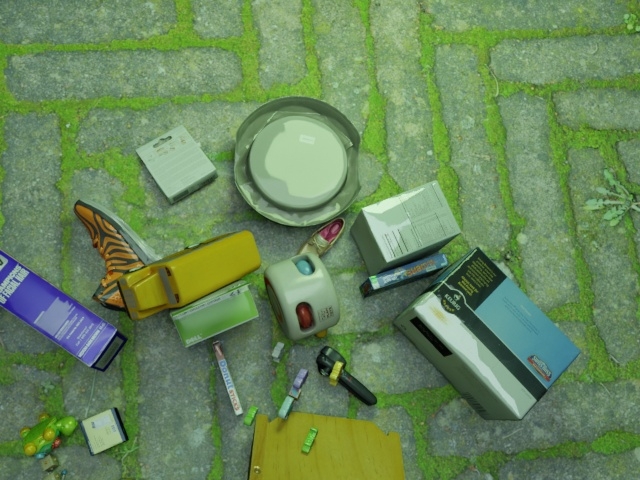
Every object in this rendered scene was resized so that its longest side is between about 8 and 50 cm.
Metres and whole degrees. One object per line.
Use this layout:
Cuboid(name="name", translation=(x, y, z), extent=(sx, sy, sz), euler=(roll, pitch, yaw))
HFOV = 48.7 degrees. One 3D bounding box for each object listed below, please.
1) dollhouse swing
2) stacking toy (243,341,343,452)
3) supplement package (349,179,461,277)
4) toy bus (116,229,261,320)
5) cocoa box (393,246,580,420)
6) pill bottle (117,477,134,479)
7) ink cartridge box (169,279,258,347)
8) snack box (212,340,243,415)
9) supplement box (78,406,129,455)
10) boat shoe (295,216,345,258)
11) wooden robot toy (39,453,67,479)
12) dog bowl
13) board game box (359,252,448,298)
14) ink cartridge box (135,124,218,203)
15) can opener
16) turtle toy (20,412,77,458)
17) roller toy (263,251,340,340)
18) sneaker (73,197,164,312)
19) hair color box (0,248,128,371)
Cuboid(name="dollhouse swing", translation=(-0.005, 0.628, 1.639), extent=(0.347, 0.305, 0.315), euler=(8, 34, -5))
Cuboid(name="stacking toy", translation=(-0.062, 0.356, 1.638), extent=(0.167, 0.052, 0.221), euler=(19, 61, 13))
Cuboid(name="supplement package", translation=(0.205, -0.024, 1.761), extent=(0.203, 0.194, 0.149), euler=(-21, 79, -12))
Cuboid(name="toy bus", translation=(-0.298, 0.076, 1.632), extent=(0.333, 0.130, 0.108), euler=(-26, 104, -49))
Cuboid(name="cocoa box", translation=(0.390, 0.229, 1.700), extent=(0.228, 0.231, 0.347), euler=(-42, 84, -15))
Cuboid(name="pill bottle", translation=(-0.441, 0.564, 1.569), extent=(0.065, 0.116, 0.065), euler=(2, 76, -6))
Cuboid(name="ink cartridge box", translation=(-0.242, 0.169, 1.615), extent=(0.189, 0.255, 0.097), euler=(-22, 94, -12))
Cuboid(name="snack box", translation=(-0.221, 0.329, 1.684), extent=(0.022, 0.064, 0.178), euler=(-19, 79, -10))
Cuboid(name="supplement box", translation=(-0.497, 0.439, 1.624), extent=(0.083, 0.056, 0.083), euler=(-22, 80, -12))
Cuboid(name="boat shoe", translation=(0.000, 0.000, 1.798), extent=(0.063, 0.059, 0.170), euler=(41, 75, 4))
Cuboid(name="wooden robot toy", translation=(-0.596, 0.572, 1.575), extent=(0.079, 0.076, 0.173), euler=(-31, 81, -3))
Cuboid(name="dog bowl", translation=(-0.059, -0.192, 1.818), extent=(0.349, 0.102, 0.348), euler=(2, 76, -8))
Cuboid(name="board game box", translation=(0.205, 0.089, 1.762), extent=(0.201, 0.136, 0.035), euler=(-17, 79, -11))
Cuboid(name="ink cartridge box", translation=(-0.371, -0.197, 1.821), extent=(0.145, 0.045, 0.179), euler=(-32, 64, -13))
Cuboid(name="can opener", translation=(0.064, 0.337, 1.721), extent=(0.186, 0.059, 0.073), euler=(42, 74, 5))
Cuboid(name="turtle toy", translation=(-0.615, 0.441, 1.598), extent=(0.130, 0.095, 0.066), euler=(-37, 121, -14))
Cuboid(name="roller toy", translation=(-0.039, 0.133, 1.691), extent=(0.146, 0.191, 0.209), euler=(-20, 79, -13))
Cuboid(name="sneaker", translation=(-0.504, 0.050, 1.687), extent=(0.321, 0.124, 0.180), euler=(41, 74, 4))
Cuboid(name="hair color box", translation=(-0.617, 0.160, 1.614), extent=(0.339, 0.185, 0.110), euler=(32, 74, 1))
